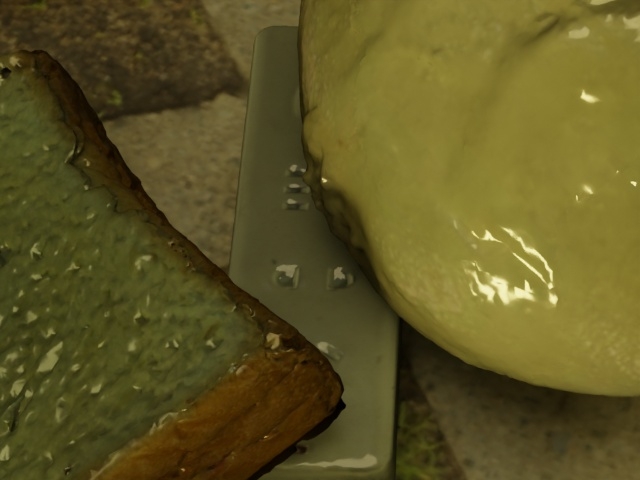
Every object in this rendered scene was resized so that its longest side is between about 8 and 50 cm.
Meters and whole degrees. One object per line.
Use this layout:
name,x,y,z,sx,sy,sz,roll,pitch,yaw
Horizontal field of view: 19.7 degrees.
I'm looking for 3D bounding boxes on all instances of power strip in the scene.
power strip,0.000,0.000,1.033,0.098,0.058,0.338,1,59,6

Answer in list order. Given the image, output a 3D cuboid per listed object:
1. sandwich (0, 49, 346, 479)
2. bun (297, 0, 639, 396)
sandwich,-0.163,0.062,0.957,0.249,0.095,0.273,-41,55,-3
bun,0.158,-0.112,0.944,0.364,0.202,0.364,-2,57,2
